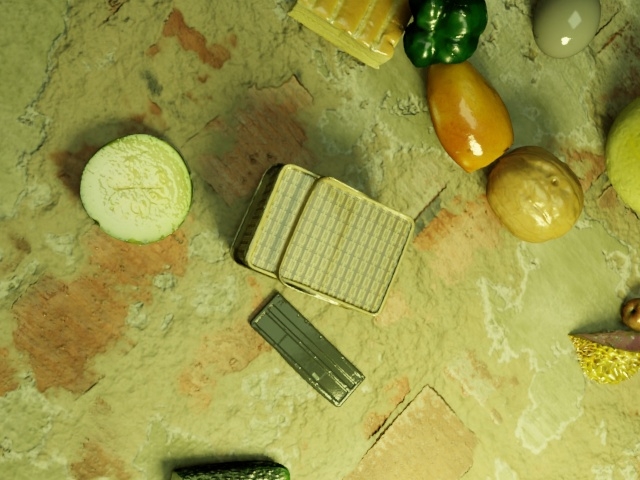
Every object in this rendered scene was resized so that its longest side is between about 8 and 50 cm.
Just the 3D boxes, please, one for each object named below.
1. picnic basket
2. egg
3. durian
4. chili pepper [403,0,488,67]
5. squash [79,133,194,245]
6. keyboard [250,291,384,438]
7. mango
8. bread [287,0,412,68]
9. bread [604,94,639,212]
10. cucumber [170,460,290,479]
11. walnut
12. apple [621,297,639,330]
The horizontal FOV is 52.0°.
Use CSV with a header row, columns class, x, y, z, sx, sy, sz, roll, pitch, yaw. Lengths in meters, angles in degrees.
class,x,y,z,sx,sy,sz,roll,pitch,yaw
picnic basket,0.000,0.000,1.323,0.313,0.175,0.228,25,84,-14
egg,0.565,-0.513,1.505,0.146,0.146,0.198,23,75,-15
durian,0.708,0.269,1.567,0.182,0.165,0.132,23,50,-37
chili pepper,0.255,-0.446,1.334,0.165,0.261,0.174,6,115,17
squash,-0.357,-0.100,1.295,0.219,0.041,0.219,0,89,-21
keyboard,0.014,0.272,1.403,0.381,0.041,0.103,45,79,-5
mango,0.316,-0.291,1.438,0.187,0.138,0.257,-46,108,-24
bread,0.089,-0.525,1.386,0.239,0.111,0.246,28,79,-18
bread,0.820,-0.198,1.499,0.237,0.320,0.320,-11,93,-40
cucumber,-0.178,0.483,1.324,0.241,0.074,0.074,-2,90,-18
walnut,0.473,-0.104,1.462,0.222,0.195,0.195,44,78,-4
apple,0.779,0.181,1.599,0.071,0.084,0.084,31,81,-22
